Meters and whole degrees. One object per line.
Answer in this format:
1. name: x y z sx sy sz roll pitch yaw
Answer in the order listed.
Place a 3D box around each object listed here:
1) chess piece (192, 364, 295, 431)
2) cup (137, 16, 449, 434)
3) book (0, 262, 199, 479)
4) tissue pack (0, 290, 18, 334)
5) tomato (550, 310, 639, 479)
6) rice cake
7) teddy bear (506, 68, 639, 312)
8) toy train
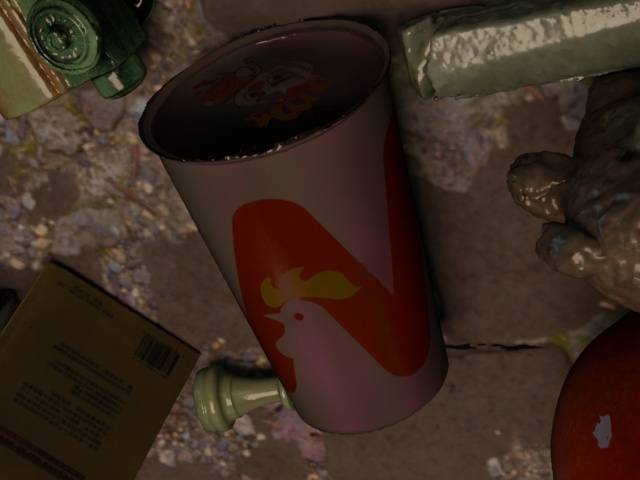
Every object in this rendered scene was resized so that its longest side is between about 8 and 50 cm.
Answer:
1. chess piece: -0.031 0.128 1.584 0.149 0.059 0.059 -9 116 13
2. cup: 0.000 0.000 1.432 0.203 0.203 0.288 -8 124 19
3. book: -0.209 0.138 1.531 0.161 0.231 0.026 33 134 -6
4. tissue pack: -0.398 0.129 1.603 0.257 0.185 0.081 -8 117 20
5. tomato: 0.323 0.179 1.368 0.321 0.321 0.322 7 120 12
6. rice cake: 0.218 -0.158 1.345 0.336 0.063 0.066 -8 113 19
7. teddy bear: 0.248 -0.036 1.288 0.236 0.267 0.151 -2 101 16
8. toy train: -0.252 -0.220 1.418 0.177 0.116 0.285 -19 113 36
